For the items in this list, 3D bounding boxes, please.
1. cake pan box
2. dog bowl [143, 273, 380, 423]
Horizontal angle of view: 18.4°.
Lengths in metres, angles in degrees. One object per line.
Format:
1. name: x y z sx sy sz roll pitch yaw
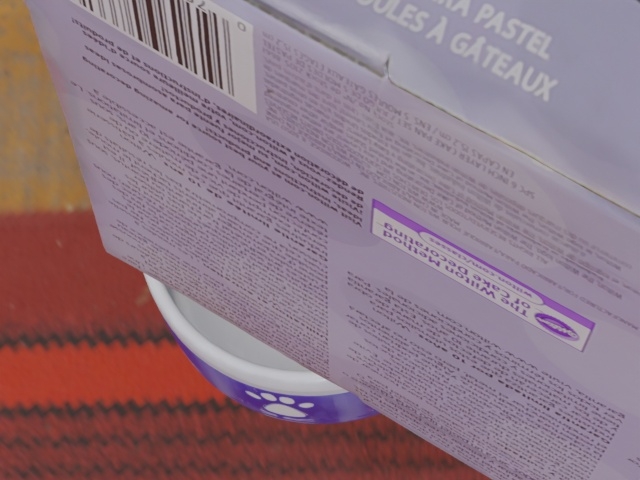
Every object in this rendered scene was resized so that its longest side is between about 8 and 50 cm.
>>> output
1. cake pan box: 0.049 -0.001 0.479 0.266 0.246 0.070 29 72 11
2. dog bowl: 0.000 0.000 1.487 0.264 0.104 0.265 -3 66 6
